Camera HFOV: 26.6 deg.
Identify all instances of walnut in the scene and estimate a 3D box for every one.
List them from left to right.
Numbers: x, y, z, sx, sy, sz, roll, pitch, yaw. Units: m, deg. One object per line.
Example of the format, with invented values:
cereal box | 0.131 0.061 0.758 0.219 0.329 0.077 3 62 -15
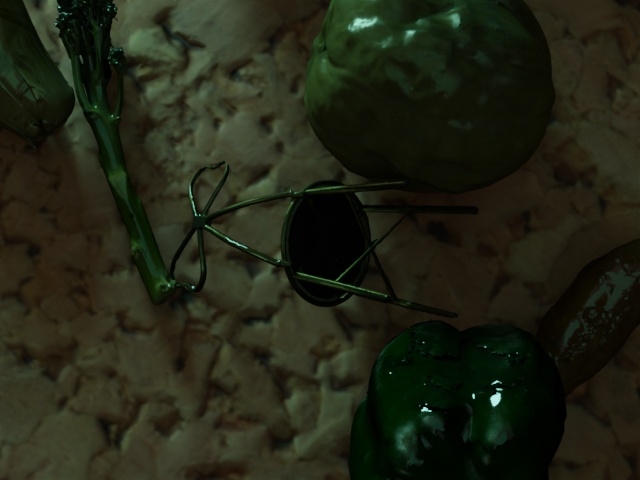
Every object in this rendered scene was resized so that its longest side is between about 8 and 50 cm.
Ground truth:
walnut | 0.120 -0.181 1.508 0.277 0.282 0.253 12 86 2

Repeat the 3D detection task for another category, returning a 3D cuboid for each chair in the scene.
chair | 0.000 0.000 1.545 0.326 0.170 0.159 2 80 43

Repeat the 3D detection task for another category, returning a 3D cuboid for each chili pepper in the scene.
chili pepper | 0.141 0.223 1.421 0.233 0.256 0.248 2 106 7

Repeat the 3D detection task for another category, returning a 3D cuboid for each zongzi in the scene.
zongzi | -0.352 -0.232 1.572 0.194 0.099 0.197 35 106 4

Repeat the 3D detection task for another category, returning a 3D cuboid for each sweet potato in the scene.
sweet potato | 0.318 0.083 1.552 0.355 0.106 0.095 -39 48 -9

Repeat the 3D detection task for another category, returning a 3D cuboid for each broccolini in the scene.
broccolini | -0.225 -0.120 1.594 0.079 0.074 0.392 -14 82 -48
